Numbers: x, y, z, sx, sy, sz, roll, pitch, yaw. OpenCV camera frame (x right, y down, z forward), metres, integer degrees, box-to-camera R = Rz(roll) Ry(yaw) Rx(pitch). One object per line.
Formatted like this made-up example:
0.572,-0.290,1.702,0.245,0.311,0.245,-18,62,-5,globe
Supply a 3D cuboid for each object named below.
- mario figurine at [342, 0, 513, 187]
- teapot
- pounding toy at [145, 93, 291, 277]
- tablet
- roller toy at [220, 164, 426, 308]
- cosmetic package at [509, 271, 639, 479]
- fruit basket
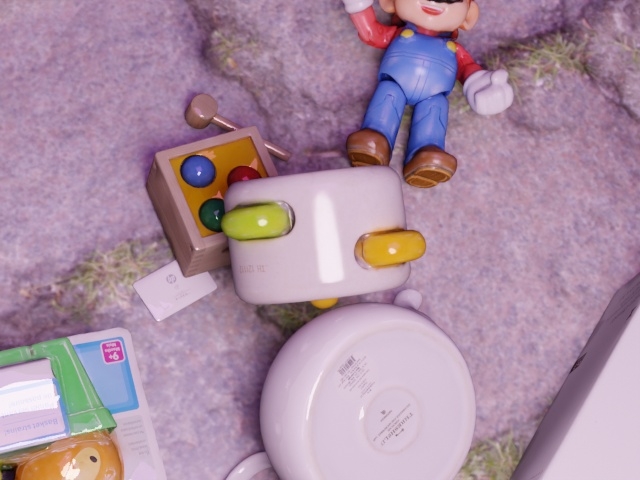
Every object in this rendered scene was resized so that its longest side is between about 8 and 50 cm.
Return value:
0.120,-0.238,2.078,0.198,0.170,0.320,25,67,-40,mario figurine
0.027,0.183,1.878,0.256,0.187,0.252,1,94,-30,teapot
-0.104,-0.089,2.005,0.181,0.094,0.206,-17,71,-21,pounding toy
-0.165,0.052,1.983,0.083,0.006,0.054,-30,76,-23,tablet
0.000,0.000,1.860,0.209,0.191,0.146,-7,91,-4,roller toy
0.342,0.201,1.920,0.156,0.217,0.385,35,62,3,cosmetic package
-0.307,0.283,1.766,0.327,0.165,0.353,-11,73,-17,fruit basket
